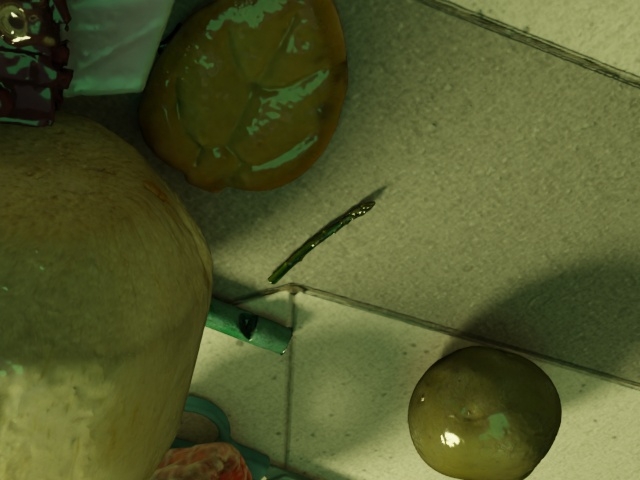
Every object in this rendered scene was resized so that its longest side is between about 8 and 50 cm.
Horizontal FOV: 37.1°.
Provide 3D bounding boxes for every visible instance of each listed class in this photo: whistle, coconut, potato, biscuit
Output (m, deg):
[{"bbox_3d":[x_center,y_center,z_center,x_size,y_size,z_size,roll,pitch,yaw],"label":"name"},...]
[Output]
[{"bbox_3d":[-0.123,0.087,1.124,0.186,0.039,0.039,24,121,-19],"label":"whistle"},{"bbox_3d":[-0.293,0.094,0.907,0.344,0.415,0.415,25,123,5],"label":"coconut"},{"bbox_3d":[0.201,0.222,1.174,0.177,0.160,0.235,20,150,29],"label":"potato"},{"bbox_3d":[-0.069,-0.150,0.951,0.203,0.041,0.260,22,124,-18],"label":"biscuit"}]

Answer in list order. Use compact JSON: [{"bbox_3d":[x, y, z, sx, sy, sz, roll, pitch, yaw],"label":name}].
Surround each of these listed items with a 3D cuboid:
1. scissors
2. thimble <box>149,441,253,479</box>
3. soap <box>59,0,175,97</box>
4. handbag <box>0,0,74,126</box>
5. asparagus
[{"bbox_3d":[-0.056,0.334,1.313,0.447,0.029,0.193,23,122,-19],"label":"scissors"},{"bbox_3d":[-0.170,0.371,1.173,0.162,0.239,0.239,-13,126,12],"label":"thimble"},{"bbox_3d":[-0.211,-0.340,0.733,0.261,0.156,0.446,-2,126,-1],"label":"soap"},{"bbox_3d":[-0.291,-0.184,0.704,0.216,0.074,0.203,7,127,-6],"label":"handbag"},{"bbox_3d":[0.000,0.000,1.082,0.163,0.016,0.016,-38,94,22],"label":"asparagus"}]
